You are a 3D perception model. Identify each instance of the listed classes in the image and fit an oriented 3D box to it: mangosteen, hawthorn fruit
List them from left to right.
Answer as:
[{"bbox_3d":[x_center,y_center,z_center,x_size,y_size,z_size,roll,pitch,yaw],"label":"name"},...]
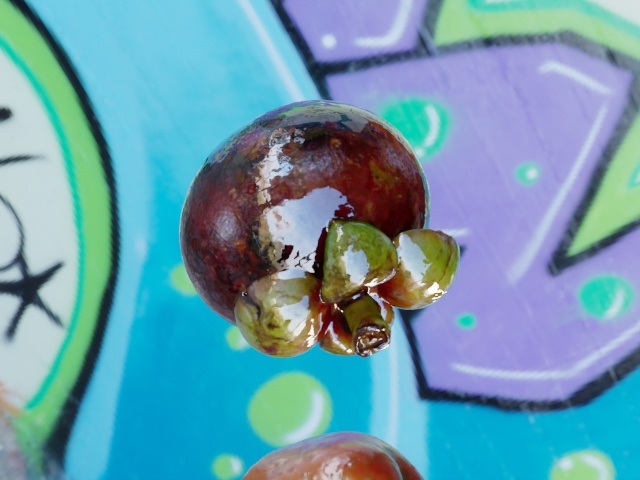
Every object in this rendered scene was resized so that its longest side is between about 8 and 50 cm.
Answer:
[{"bbox_3d":[0.000,0.000,0.792,0.200,0.199,0.200,52,23,-33],"label":"mangosteen"},{"bbox_3d":[0.013,0.253,1.009,0.189,0.189,0.189,52,23,-33],"label":"hawthorn fruit"}]
